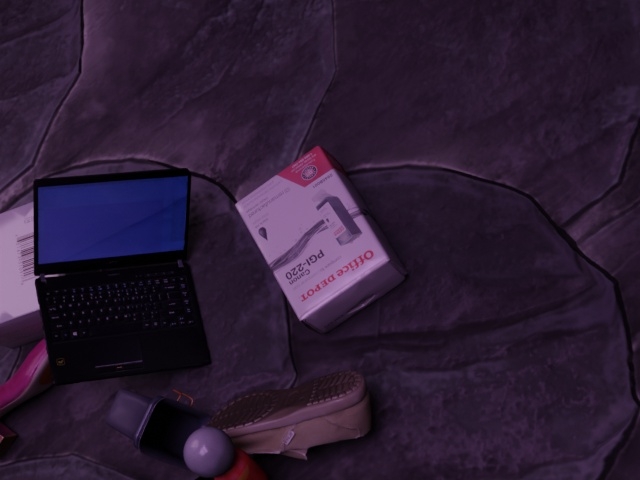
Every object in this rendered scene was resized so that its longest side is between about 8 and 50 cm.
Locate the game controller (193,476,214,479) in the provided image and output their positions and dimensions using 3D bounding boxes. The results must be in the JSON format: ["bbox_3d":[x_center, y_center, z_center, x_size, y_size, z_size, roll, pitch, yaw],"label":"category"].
[{"bbox_3d":[-0.113,0.469,1.751,0.166,0.067,0.319,-39,64,6],"label":"game controller"}]

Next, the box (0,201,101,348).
[{"bbox_3d":[-0.445,0.051,1.992,0.182,0.119,0.181,-19,67,16],"label":"box"}]

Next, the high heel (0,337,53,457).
[{"bbox_3d":[-0.477,0.209,1.977,0.117,0.082,0.244,36,101,18],"label":"high heel"}]

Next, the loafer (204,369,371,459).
[{"bbox_3d":[-0.046,0.257,1.774,0.268,0.102,0.092,-17,110,28],"label":"loafer"}]

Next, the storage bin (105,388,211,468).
[{"bbox_3d":[-0.233,0.254,1.839,0.091,0.135,0.098,18,81,36],"label":"storage bin"}]

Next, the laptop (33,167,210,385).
[{"bbox_3d":[-0.282,0.050,1.854,0.234,0.136,0.264,-6,66,-21],"label":"laptop"}]

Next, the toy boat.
[{"bbox_3d":[-0.122,0.399,1.650,0.267,0.148,0.318,-22,48,22],"label":"toy boat"}]

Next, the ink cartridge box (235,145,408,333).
[{"bbox_3d":[0.000,0.000,1.844,0.158,0.092,0.218,-35,65,8],"label":"ink cartridge box"}]
